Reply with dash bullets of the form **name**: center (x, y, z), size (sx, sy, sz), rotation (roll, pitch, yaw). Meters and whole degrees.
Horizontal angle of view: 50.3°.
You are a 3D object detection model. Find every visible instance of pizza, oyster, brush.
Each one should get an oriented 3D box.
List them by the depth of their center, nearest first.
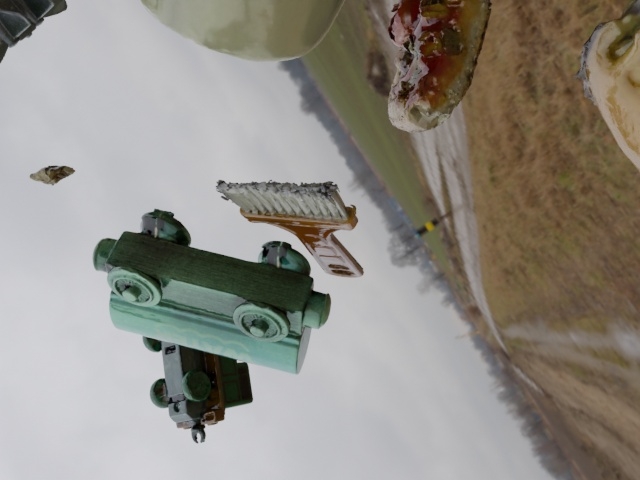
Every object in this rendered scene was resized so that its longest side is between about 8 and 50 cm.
- **brush**: center (0.000, 0.000, 0.597), size (0.314, 0.090, 0.017), rotation (51, -135, -72)
- **pizza**: center (0.184, -0.373, 1.018), size (0.130, 0.406, 0.440), rotation (17, -156, -2)
- **oyster**: center (-0.566, -0.142, 1.436), size (0.051, 0.093, 0.034), rotation (-130, 25, -52)

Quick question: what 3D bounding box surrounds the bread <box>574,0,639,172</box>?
- **bread**: center (0.308, -0.090, 0.440), size (0.262, 0.204, 0.162), rotation (15, -126, -20)

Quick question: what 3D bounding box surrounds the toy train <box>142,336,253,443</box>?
- **toy train**: center (-0.170, 0.171, 0.976), size (0.136, 0.091, 0.227), rotation (8, -113, -48)

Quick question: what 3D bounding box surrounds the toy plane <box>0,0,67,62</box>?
- **toy plane**: center (-0.430, -0.336, 0.769), size (0.267, 0.088, 0.212), rotation (45, -126, -21)

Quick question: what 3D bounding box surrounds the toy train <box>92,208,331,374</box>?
- **toy train**: center (-0.113, 0.065, 0.709), size (0.159, 0.248, 0.101), rotation (97, -170, -47)

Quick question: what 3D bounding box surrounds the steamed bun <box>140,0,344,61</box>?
- **steamed bun**: center (-0.066, -0.432, 0.823), size (0.290, 0.371, 0.455), rotation (8, -140, -16)
